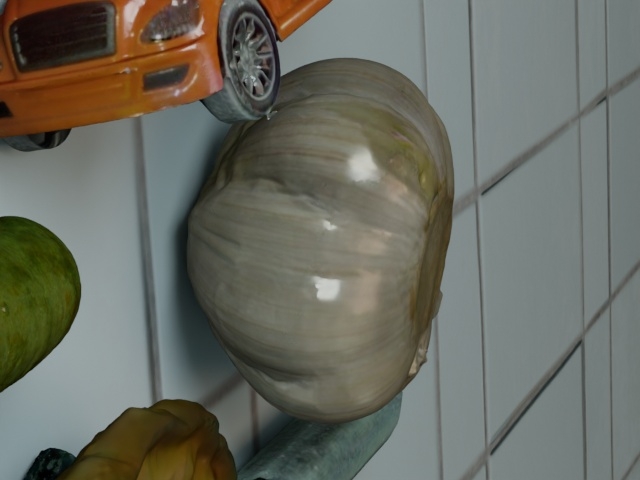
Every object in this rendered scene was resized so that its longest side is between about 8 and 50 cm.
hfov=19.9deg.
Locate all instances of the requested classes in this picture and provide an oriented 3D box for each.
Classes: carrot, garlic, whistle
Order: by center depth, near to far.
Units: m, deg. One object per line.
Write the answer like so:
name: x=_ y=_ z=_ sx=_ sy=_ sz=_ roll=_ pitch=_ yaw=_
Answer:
carrot: x=-0.175 y=0.060 z=0.710 sx=0.358 sy=0.074 sz=0.074 roll=-54 pitch=143 yaw=-72
garlic: x=0.001 y=-0.003 z=1.104 sx=0.228 sy=0.152 sz=0.228 roll=8 pitch=90 yaw=-83
whistle: x=-0.020 y=0.159 z=1.193 sx=0.312 sy=0.062 sz=0.062 roll=-37 pitch=127 yaw=-63

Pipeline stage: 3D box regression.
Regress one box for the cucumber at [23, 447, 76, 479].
cucumber: x=-0.155 y=0.156 z=0.898 sx=0.133 sy=0.032 sz=0.032 roll=-59 pitch=145 yaw=-49

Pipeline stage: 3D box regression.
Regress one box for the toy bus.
toy bus: x=-0.063 y=-0.161 z=0.956 sx=0.329 sy=0.143 sz=0.153 roll=-47 pitch=126 yaw=-56

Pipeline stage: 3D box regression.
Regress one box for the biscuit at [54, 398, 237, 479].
biscuit: x=-0.125 y=0.249 z=0.892 sx=0.329 sy=0.078 sz=0.335 roll=-46 pitch=145 yaw=-54
